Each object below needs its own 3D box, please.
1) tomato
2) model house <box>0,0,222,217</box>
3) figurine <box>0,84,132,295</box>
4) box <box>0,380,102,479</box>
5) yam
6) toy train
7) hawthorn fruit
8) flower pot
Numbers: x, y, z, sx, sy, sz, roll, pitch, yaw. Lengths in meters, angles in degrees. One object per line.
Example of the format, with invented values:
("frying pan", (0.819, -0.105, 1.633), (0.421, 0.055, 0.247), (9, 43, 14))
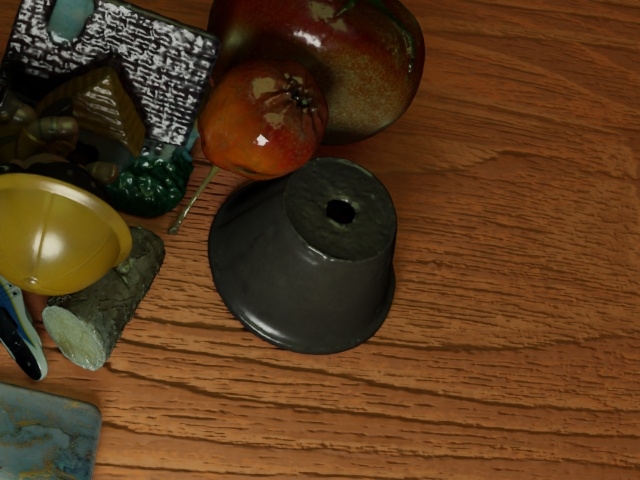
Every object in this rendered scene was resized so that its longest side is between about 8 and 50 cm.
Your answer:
("tomato", (-0.016, -0.267, 2.012), (0.303, 0.239, 0.303), (31, 27, -18))
("model house", (-0.261, -0.206, 1.876), (0.281, 0.249, 0.230), (17, 57, -13))
("figurine", (-0.321, -0.048, 1.722), (0.192, 0.167, 0.257), (33, 23, -38))
("box", (-0.397, 0.222, 1.691), (0.285, 0.044, 0.142), (15, 52, -15))
("yam", (-0.266, 0.062, 1.806), (0.107, 0.107, 0.183), (32, 51, -3))
("toy train", (-0.389, 0.067, 1.780), (0.051, 0.052, 0.234), (-31, 76, -39))
("hawthorn fruit", (-0.107, -0.113, 1.882), (0.165, 0.285, 0.165), (23, 44, -23))
("flower pot", (0.000, 0.000, 1.921), (0.269, 0.166, 0.269), (10, 60, -18))
